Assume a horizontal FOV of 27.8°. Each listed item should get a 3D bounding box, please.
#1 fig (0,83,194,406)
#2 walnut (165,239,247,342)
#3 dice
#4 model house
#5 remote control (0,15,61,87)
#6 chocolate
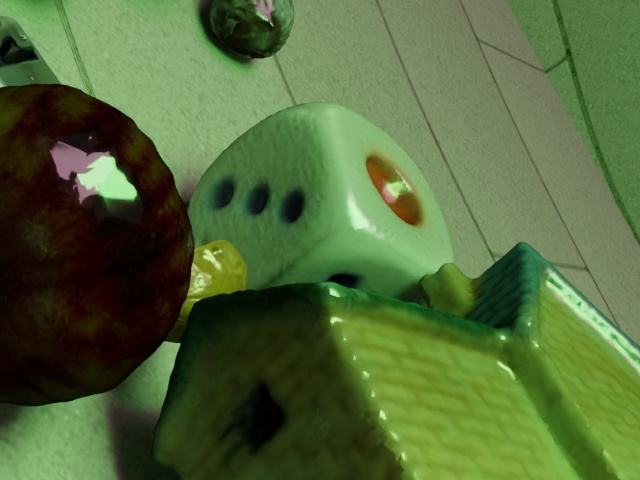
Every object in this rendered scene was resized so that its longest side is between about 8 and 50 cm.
[{"bbox_3d":[-0.180,-0.023,0.933,0.217,0.217,0.321,52,18,-10],"label":"fig"},{"bbox_3d":[-0.094,0.048,1.020,0.052,0.091,0.121,45,29,11],"label":"walnut"},{"bbox_3d":[0.000,0.000,1.221,0.194,0.192,0.193,29,36,-42],"label":"dice"},{"bbox_3d":[0.065,0.189,1.019,0.382,0.334,0.342,19,33,-45],"label":"model house"},{"bbox_3d":[-0.202,-0.062,1.096,0.313,0.055,0.109,56,25,0],"label":"remote control"},{"bbox_3d":[-0.073,-0.304,1.556,0.110,0.110,0.248,42,34,-29],"label":"chocolate"}]
